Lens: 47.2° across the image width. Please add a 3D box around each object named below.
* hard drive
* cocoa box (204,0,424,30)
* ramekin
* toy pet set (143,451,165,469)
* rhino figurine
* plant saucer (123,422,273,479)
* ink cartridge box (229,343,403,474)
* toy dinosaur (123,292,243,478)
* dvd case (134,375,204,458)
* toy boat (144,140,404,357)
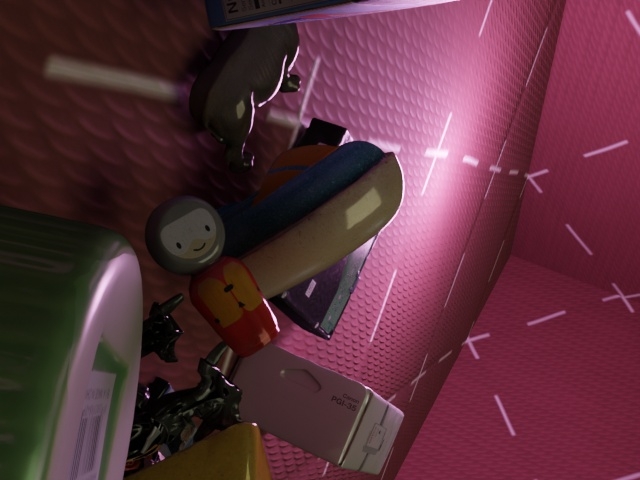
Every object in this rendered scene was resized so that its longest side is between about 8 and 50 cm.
[{"bbox_3d":[0.000,0.000,1.087,0.237,0.064,0.339,-63,158,-11],"label":"hard drive"},{"bbox_3d":[0.066,-0.321,0.627,0.347,0.228,0.231,-33,117,-56],"label":"cocoa box"},{"bbox_3d":[-0.202,0.118,0.423,0.303,0.148,0.303,-172,-90,-85],"label":"ramekin"},{"bbox_3d":[-0.190,0.293,0.793,0.122,0.065,0.114,-32,-163,10],"label":"toy pet set"},{"bbox_3d":[-0.057,-0.196,0.749,0.243,0.073,0.106,-63,161,-15],"label":"rhino figurine"},{"bbox_3d":[-0.182,0.356,0.746,0.333,0.081,0.333,-24,143,-15],"label":"plant saucer"},{"bbox_3d":[-0.004,0.263,1.135,0.117,0.207,0.283,-65,158,-12],"label":"ink cartridge box"},{"bbox_3d":[-0.193,0.163,0.669,0.218,0.164,0.322,-27,167,-35],"label":"toy dinosaur"},{"bbox_3d":[-0.217,0.300,0.918,0.180,0.022,0.253,-55,156,-28],"label":"dvd case"},{"bbox_3d":[-0.053,-0.015,0.738,0.267,0.148,0.318,-30,-172,25],"label":"toy boat"}]
